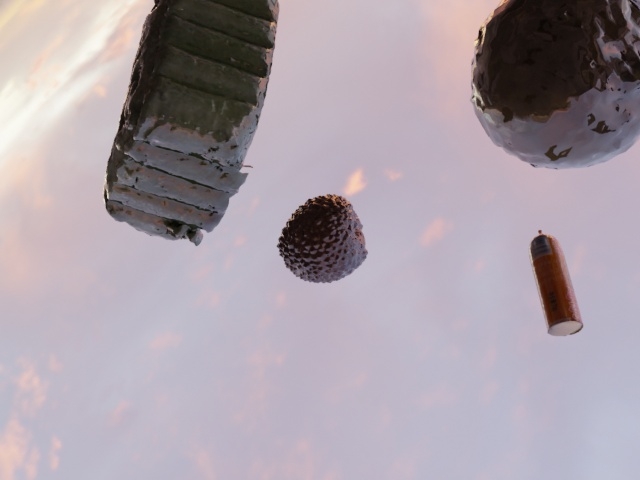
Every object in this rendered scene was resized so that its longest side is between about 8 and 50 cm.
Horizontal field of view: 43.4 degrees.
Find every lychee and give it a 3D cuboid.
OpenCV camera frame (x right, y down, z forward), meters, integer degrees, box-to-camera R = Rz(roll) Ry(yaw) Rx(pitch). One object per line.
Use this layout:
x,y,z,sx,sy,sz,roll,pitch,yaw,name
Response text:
0.000,0.000,1.647,0.188,0.188,0.188,-33,-153,20,lychee

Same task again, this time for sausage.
0.467,0.076,1.620,0.071,0.071,0.234,-27,-129,31,sausage

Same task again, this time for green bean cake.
-0.133,-0.125,0.793,0.227,0.125,0.222,128,-30,-56,green bean cake

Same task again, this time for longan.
0.484,-0.333,1.593,0.391,0.391,0.391,-33,-153,20,longan

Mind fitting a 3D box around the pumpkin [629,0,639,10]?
0.365,-0.291,0.832,0.108,0.183,0.119,-6,-108,49,pumpkin
